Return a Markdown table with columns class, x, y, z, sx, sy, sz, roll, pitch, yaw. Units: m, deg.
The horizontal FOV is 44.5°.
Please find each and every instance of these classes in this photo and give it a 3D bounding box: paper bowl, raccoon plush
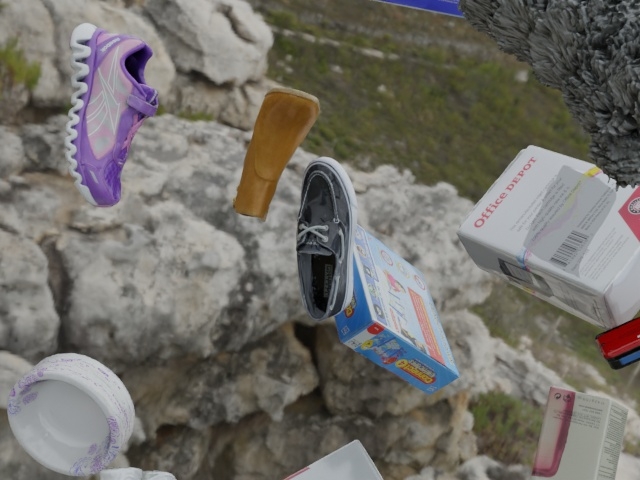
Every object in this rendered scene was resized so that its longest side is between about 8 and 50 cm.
| class | x | y | z | sx | sy | sz | roll | pitch | yaw |
| --- | --- | --- | --- | --- | --- | --- | --- | --- | --- |
| paper bowl | -0.573 | 0.396 | 1.840 | 0.284 | 0.284 | 0.148 | 21 | 26 | 4 |
| raccoon plush | 0.216 | -0.220 | 0.852 | 0.446 | 0.216 | 0.299 | 2 | 60 | 4 |

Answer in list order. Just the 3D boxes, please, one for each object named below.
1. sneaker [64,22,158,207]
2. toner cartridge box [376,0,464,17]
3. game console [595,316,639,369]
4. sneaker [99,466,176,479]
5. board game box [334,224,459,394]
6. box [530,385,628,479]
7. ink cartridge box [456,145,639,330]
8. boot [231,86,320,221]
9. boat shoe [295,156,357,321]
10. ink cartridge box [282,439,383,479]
| class | x | y | z | sx | sy | sz | roll | pitch | yaw |
| --- | --- | --- | --- | --- | --- | --- | --- | --- | --- |
| sneaker | -0.259 | -0.160 | 0.996 | 0.104 | 0.237 | 0.095 | 0 | -3 | 6 |
| toner cartridge box | 0.204 | -0.433 | 1.245 | 0.347 | 0.075 | 0.165 | 4 | 47 | -22 |
| game console | 0.487 | 0.151 | 1.138 | 0.085 | 0.144 | 0.124 | 59 | 15 | -8 |
| sneaker | -0.359 | 0.509 | 1.533 | 0.090 | 0.115 | 0.232 | -8 | -22 | 20 |
| board game box | 0.140 | 0.137 | 1.673 | 0.302 | 0.086 | 0.308 | 36 | 28 | -37 |
| box | 0.519 | 0.427 | 1.573 | 0.126 | 0.232 | 0.148 | 8 | -14 | 37 |
| ink cartridge box | 0.425 | -0.011 | 1.324 | 0.306 | 0.226 | 0.131 | 30 | -17 | 48 |
| boot | -0.086 | -0.143 | 1.419 | 0.104 | 0.211 | 0.295 | 17 | -11 | -11 |
| boat shoe | 0.000 | 0.000 | 1.441 | 0.108 | 0.301 | 0.102 | 6 | 13 | 24 |
| ink cartridge box | 0.022 | 0.660 | 1.798 | 0.279 | 0.385 | 0.160 | -27 | 52 | -12 |
